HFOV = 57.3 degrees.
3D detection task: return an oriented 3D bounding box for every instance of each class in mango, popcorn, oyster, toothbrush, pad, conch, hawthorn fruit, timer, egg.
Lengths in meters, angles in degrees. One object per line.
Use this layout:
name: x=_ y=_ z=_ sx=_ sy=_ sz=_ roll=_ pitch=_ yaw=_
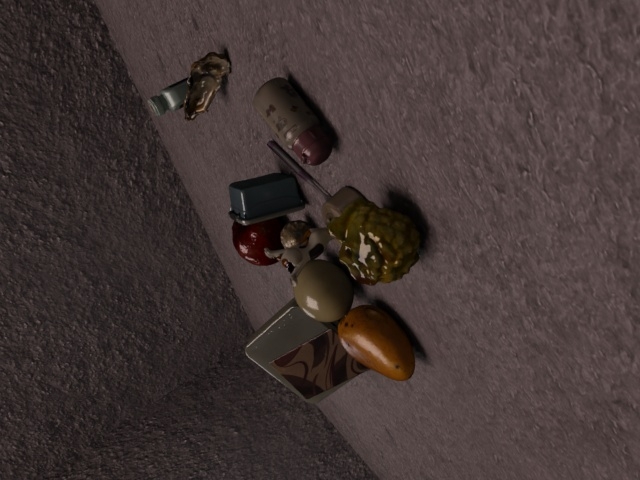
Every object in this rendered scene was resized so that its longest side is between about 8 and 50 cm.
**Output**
mango: x=0.170 y=0.299 z=1.739 sx=0.290 sy=0.160 sz=0.191 roll=38 pitch=145 yaw=39
popcorn: x=0.127 y=0.000 z=1.325 sx=0.189 sy=0.169 sz=0.218 roll=42 pitch=147 yaw=25
oyster: x=-0.383 y=-0.486 z=1.861 sx=0.078 sy=0.129 sz=0.345 roll=61 pitch=147 yaw=9
toothbrush: x=-0.054 y=-0.192 z=1.722 sx=0.354 sy=0.024 sz=0.029 roll=46 pitch=167 yaw=32
pad: x=-0.006 y=0.455 z=2.121 sx=0.330 sy=0.004 sz=0.220 roll=-35 pitch=107 yaw=32
conch: x=-0.076 y=0.012 z=1.942 sx=0.130 sy=0.155 sz=0.207 roll=34 pitch=180 yaw=2
hawthorn fruit: x=-0.213 y=0.007 z=2.209 sx=0.230 sy=0.210 sz=0.266 roll=25 pitch=155 yaw=55
timer: x=0.000 y=0.000 z=1.495 sx=0.175 sy=0.266 sz=0.175 roll=50 pitch=161 yaw=24
egg: x=0.007 y=0.158 z=1.883 sx=0.241 sy=0.186 sz=0.186 roll=52 pitch=164 yaw=53

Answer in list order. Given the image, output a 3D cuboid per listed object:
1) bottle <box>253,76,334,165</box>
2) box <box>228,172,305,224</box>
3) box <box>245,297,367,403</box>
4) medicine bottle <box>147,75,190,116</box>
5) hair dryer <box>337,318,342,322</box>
bottle: x=-0.061 y=-0.286 z=1.444 sx=0.233 sy=0.110 sz=0.110 roll=52 pitch=162 yaw=17
box: x=-0.176 y=-0.130 z=1.848 sx=0.162 sy=0.227 sz=0.130 roll=26 pitch=130 yaw=60
box: x=-0.046 y=0.407 z=2.161 sx=0.367 sy=0.090 sz=0.373 roll=40 pitch=123 yaw=-11
medicine bottle: x=-0.470 y=-0.498 z=1.988 sx=0.121 sy=0.229 sz=0.083 roll=16 pitch=134 yaw=65
hair dryer: x=0.034 y=0.239 z=2.156 sx=0.251 sy=0.089 sz=0.197 roll=54 pitch=163 yaw=-20
